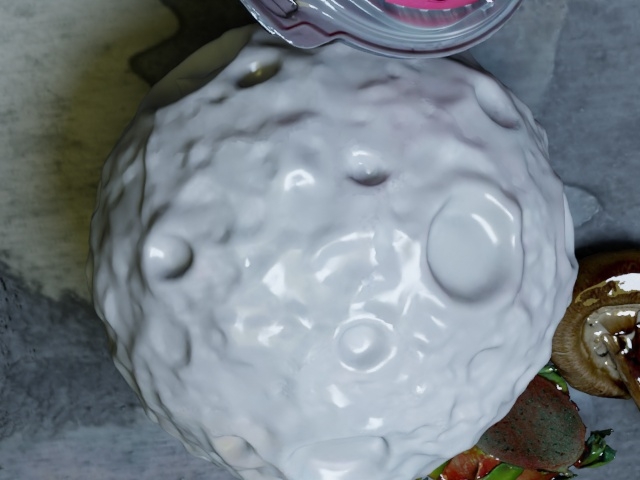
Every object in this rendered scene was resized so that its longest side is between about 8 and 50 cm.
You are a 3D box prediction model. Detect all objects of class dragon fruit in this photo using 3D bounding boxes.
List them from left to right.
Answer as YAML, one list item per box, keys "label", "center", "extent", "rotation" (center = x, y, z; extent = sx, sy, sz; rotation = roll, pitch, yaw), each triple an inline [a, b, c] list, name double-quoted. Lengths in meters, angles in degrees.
- label: "dragon fruit"
  center: [0.129, 0.151, 1.373]
  extent: [0.175, 0.138, 0.142]
  rotation: [-30, 87, 38]

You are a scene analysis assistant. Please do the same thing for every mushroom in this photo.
- label: "mushroom"
  center: [0.245, 0.079, 1.340]
  extent: [0.135, 0.080, 0.170]
  rotation: [-12, 112, 20]

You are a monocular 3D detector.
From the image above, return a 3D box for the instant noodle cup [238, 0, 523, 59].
- label: "instant noodle cup"
  center: [0.085, -0.252, 1.027]
  extent: [0.258, 0.302, 0.182]
  rotation: [36, 153, -22]

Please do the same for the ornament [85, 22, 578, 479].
- label: "ornament"
  center: [0.000, 0.000, 1.181]
  extent: [0.337, 0.337, 0.337]
  rotation: [2, 116, 3]
